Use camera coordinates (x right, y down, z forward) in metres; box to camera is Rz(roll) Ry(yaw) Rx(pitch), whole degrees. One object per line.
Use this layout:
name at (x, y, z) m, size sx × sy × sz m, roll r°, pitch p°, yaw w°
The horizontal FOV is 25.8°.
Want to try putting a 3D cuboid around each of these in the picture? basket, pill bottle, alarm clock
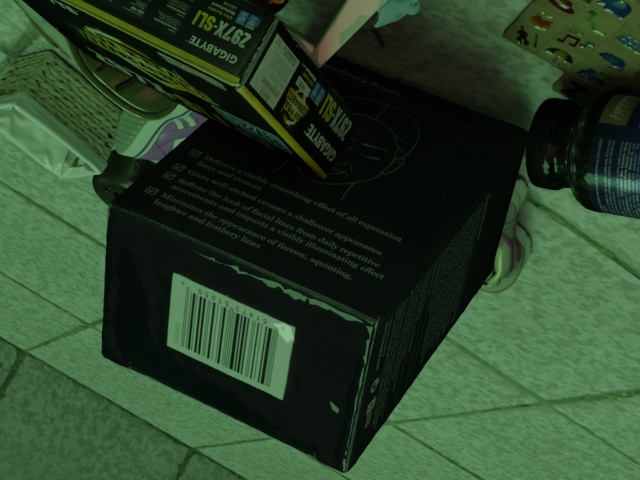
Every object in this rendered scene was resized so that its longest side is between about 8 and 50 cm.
basket at (-0.368, -0.175, 1.937) m, size 0.113 × 0.103 × 0.167 m, roll -2°, pitch 146°, yaw 48°
pill bottle at (0.321, -0.081, 1.374) m, size 0.219 × 0.122 × 0.123 m, roll 12°, pitch 154°, yaw 29°
alarm clock at (-0.294, -0.075, 2.136) m, size 0.129 × 0.064 × 0.192 m, roll 39°, pitch 157°, yaw -29°

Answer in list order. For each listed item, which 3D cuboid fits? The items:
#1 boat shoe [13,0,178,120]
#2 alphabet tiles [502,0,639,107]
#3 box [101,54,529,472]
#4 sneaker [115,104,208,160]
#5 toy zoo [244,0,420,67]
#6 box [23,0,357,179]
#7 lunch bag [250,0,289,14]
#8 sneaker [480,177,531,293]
boat shoe at (-0.271, -0.263, 1.620) m, size 0.302 × 0.113 × 0.103 m, roll 49°, pitch 174°, yaw -6°
alphabet tiles at (0.303, -0.170, 1.371) m, size 0.237 × 0.009 × 0.198 m, roll 29°, pitch 158°, yaw -7°
box at (0.000, 0.000, 1.474) m, size 0.294 × 0.395 × 0.212 m, roll 24°, pitch 131°, yaw 17°
sneaker at (-0.134, -0.171, 1.745) m, size 0.161 × 0.102 × 0.282 m, roll 14°, pitch 158°, yaw -24°
toy zoo at (-0.032, -0.289, 1.247) m, size 0.293 × 0.192 × 0.030 m, roll 31°, pitch -168°, yaw -14°
box at (-0.142, -0.191, 1.324) m, size 0.322 × 0.079 × 0.257 m, roll 28°, pitch 177°, yaw 22°
lunch bag at (-0.167, -0.322, 1.383) m, size 0.293 × 0.120 × 0.258 m, roll 35°, pitch 156°, yaw -23°
sneaker at (0.197, 0.010, 1.736) m, size 0.103 × 0.111 × 0.252 m, roll 17°, pitch 156°, yaw 19°
